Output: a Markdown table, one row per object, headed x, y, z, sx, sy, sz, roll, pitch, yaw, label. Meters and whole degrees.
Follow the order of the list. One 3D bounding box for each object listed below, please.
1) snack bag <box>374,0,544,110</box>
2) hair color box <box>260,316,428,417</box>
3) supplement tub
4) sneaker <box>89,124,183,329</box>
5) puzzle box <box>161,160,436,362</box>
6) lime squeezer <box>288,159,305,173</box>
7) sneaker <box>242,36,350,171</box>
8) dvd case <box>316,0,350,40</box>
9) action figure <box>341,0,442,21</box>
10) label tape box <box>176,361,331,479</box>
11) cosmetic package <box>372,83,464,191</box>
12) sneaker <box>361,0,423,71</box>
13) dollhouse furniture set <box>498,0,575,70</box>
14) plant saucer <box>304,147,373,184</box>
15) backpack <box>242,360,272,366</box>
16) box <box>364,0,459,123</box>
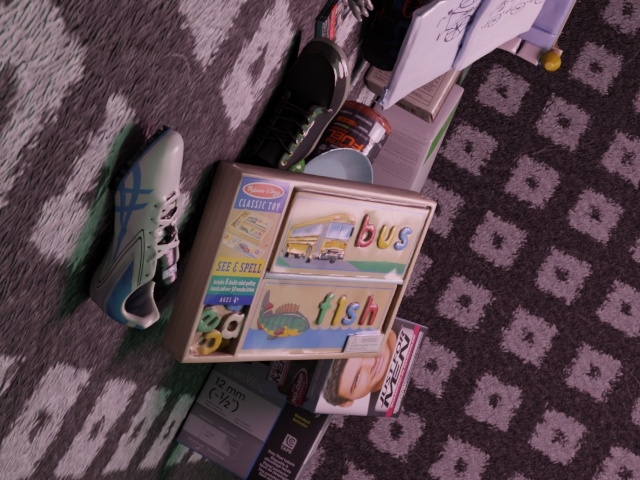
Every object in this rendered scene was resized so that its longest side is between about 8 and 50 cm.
| x | y | z | sx | sy | sz | roll | pitch | yaw | label |
| --- | --- | --- | --- | --- | --- | --- | --- | --- | --- |
| 0.260 | -0.365 | 1.697 | 0.342 | 0.037 | 0.323 | -31 | 168 | -17 | snack bag |
| 0.054 | 0.206 | 1.787 | 0.374 | 0.113 | 0.185 | 22 | 86 | -62 | hair color box |
| 0.037 | -0.143 | 1.801 | 0.198 | 0.106 | 0.106 | -60 | 172 | -10 | supplement tub |
| -0.172 | -0.011 | 1.029 | 0.085 | 0.086 | 0.237 | -47 | 163 | -54 | sneaker |
| -0.016 | 0.041 | 1.445 | 0.409 | 0.052 | 0.272 | 4 | 109 | -46 | puzzle box |
| -0.083 | -0.083 | 1.509 | 0.110 | 0.059 | 0.310 | -29 | -165 | 36 | lime squeezer |
| -0.032 | -0.164 | 1.372 | 0.118 | 0.083 | 0.222 | -53 | 170 | -44 | sneaker |
| 0.028 | -0.330 | 1.424 | 0.119 | 0.013 | 0.087 | -58 | 171 | -16 | dvd case |
| 0.083 | -0.342 | 1.223 | 0.275 | 0.164 | 0.141 | -40 | 115 | -56 | action figure |
| -0.092 | 0.298 | 1.997 | 0.348 | 0.249 | 0.115 | -63 | 170 | 8 | label tape box |
| 0.177 | -0.202 | 2.302 | 0.197 | 0.155 | 0.365 | -57 | 170 | -33 | cosmetic package |
| 0.135 | -0.377 | 1.703 | 0.087 | 0.083 | 0.221 | -61 | 176 | -44 | sneaker |
| 0.416 | -0.520 | 2.153 | 0.198 | 0.303 | 0.286 | -53 | 169 | -50 | dollhouse furniture set |
| 0.000 | -0.079 | 1.698 | 0.195 | 0.037 | 0.195 | -24 | 136 | -26 | plant saucer |
| -0.079 | 0.128 | 1.798 | 0.144 | 0.166 | 0.188 | -51 | 154 | -38 | backpack |
| 0.205 | -0.364 | 1.932 | 0.232 | 0.148 | 0.127 | -61 | 172 | 1 | box |
